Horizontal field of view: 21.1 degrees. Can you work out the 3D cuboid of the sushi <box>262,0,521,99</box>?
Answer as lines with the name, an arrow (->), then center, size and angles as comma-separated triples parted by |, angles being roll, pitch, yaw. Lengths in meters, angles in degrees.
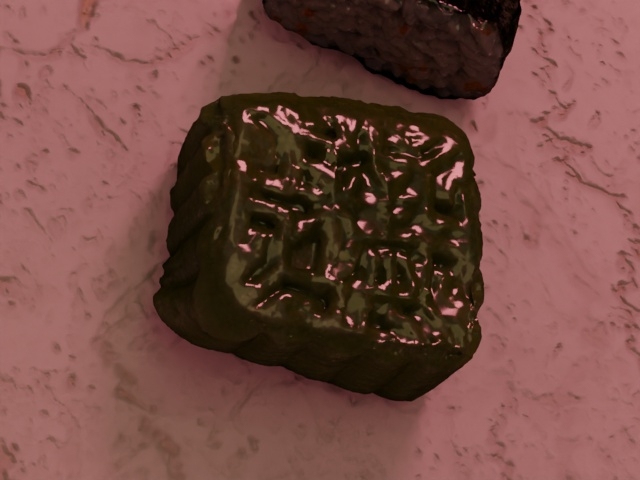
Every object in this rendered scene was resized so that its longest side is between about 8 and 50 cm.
sushi -> 0.066, -0.210, 1.451 | 0.225, 0.136, 0.126 | 18, 66, -19

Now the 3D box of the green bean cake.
green bean cake -> 0.000, 0.000, 1.341 | 0.248, 0.125, 0.222 | 8, 66, -16
